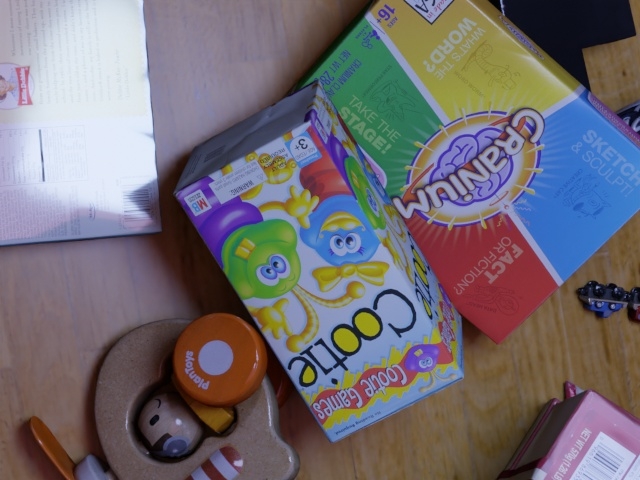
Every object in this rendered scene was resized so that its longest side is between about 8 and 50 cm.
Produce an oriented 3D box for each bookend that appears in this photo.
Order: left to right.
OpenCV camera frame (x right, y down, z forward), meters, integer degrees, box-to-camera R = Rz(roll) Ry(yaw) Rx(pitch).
[{"bbox_3d":[0.249,-0.191,1.611,0.157,0.072,0.156,-16,95,-18],"label":"bookend"}]

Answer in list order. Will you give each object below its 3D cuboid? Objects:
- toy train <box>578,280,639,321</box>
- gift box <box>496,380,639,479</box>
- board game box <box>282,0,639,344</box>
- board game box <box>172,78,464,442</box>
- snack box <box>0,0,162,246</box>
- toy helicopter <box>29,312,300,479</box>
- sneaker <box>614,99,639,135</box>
[{"bbox_3d":[0.340,0.069,1.663,0.158,0.027,0.036,9,98,-18],"label":"toy train"},{"bbox_3d":[0.258,0.279,1.522,0.276,0.258,0.255,38,80,6],"label":"gift box"},{"bbox_3d":[0.134,-0.087,1.508,0.316,0.064,0.242,39,111,-9],"label":"board game box"},{"bbox_3d":[0.005,0.017,1.450,0.142,0.144,0.275,-27,107,13],"label":"board game box"},{"bbox_3d":[-0.254,-0.158,1.457,0.187,0.060,0.322,-5,91,-18],"label":"snack box"},{"bbox_3d":[-0.128,0.248,1.443,0.235,0.140,0.355,-14,76,8],"label":"toy helicopter"},{"bbox_3d":[0.287,-0.067,1.579,0.282,0.153,0.099,-32,99,-15],"label":"sneaker"}]
